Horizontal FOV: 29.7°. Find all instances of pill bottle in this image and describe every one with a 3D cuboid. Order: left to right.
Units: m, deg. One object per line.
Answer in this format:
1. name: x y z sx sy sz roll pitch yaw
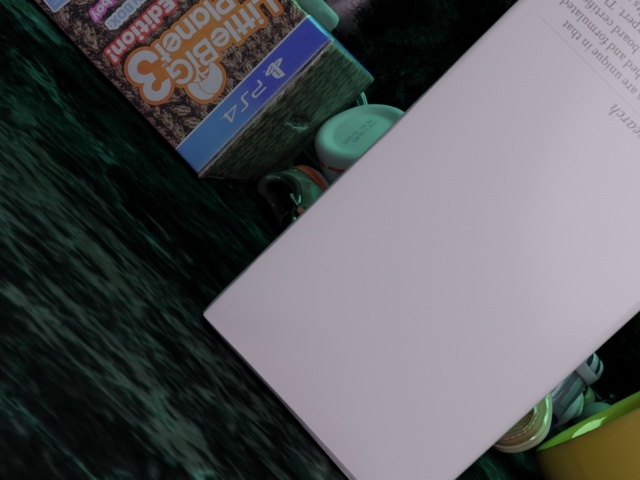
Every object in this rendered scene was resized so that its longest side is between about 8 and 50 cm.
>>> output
1. pill bottle: 0.050 -0.032 1.064 0.087 0.087 0.160 -125 -163 -50

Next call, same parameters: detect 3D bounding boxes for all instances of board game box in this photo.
1. board game box: -0.117 -0.198 0.987 0.291 0.141 0.232 47 8 5

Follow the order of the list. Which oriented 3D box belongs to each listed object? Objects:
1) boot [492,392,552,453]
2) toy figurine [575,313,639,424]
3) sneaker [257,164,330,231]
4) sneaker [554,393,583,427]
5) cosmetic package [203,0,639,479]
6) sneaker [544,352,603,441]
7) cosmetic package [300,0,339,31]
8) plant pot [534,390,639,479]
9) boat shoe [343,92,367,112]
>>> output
1. boot: 0.122 0.054 0.989 0.165 0.077 0.213 55 19 -50
2. toy figurine: 0.432 0.206 1.622 0.148 0.209 0.213 40 7 -4
3. sneaker: 0.000 0.000 0.980 0.065 0.061 0.158 -2 40 -50
4. sneaker: 0.246 0.145 1.304 0.169 0.108 0.292 40 8 -21
5. cosmetic package: 0.131 -0.038 0.650 0.155 0.365 0.197 45 10 7
6. sneaker: 0.150 0.115 1.106 0.083 0.098 0.223 44 -17 -26
7. cosmetic package: -0.174 -0.344 1.375 0.230 0.161 0.453 41 9 -37
8. plant pot: 0.339 0.222 0.978 0.239 0.254 0.254 63 11 11
9. boat shoe: -0.028 -0.289 2.095 0.301 0.108 0.102 39 10 -28
